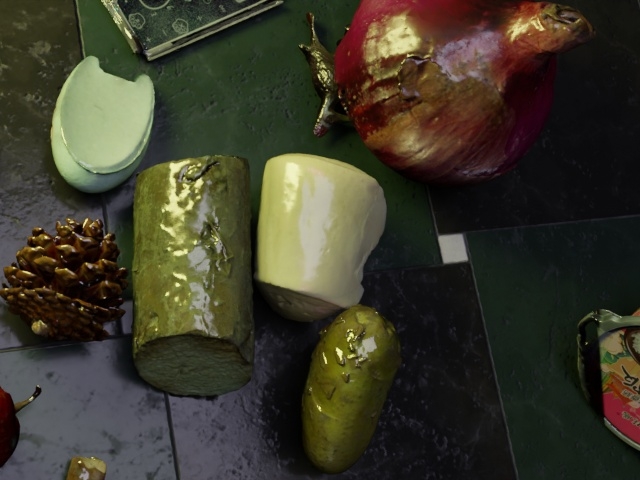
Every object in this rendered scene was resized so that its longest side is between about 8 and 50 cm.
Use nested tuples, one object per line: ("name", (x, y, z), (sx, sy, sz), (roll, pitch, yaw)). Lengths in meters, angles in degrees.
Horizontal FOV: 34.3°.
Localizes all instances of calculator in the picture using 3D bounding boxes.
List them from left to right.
("calculator", (-0.193, -0.381, 1.544), (0.274, 0.028, 0.166), (-30, 87, -25))

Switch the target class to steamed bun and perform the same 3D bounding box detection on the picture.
("steamed bun", (0.000, 0.000, 1.422), (0.170, 0.200, 0.225), (7, 83, 6))

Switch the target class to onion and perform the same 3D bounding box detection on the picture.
("onion", (0.223, -0.256, 1.468), (0.348, 0.385, 0.348), (9, 75, -37))

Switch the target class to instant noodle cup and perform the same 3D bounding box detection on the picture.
("instant noodle cup", (0.543, 0.181, 1.554), (0.302, 0.258, 0.181), (52, 50, -1))

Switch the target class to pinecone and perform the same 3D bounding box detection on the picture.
("pinecone", (-0.317, 0.048, 1.306), (0.173, 0.173, 0.173), (6, 73, -19))

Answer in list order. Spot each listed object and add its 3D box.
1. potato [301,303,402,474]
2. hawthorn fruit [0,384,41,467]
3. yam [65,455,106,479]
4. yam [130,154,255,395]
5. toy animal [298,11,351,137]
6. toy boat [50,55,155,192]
("potato", (0.030, 0.202, 1.372), (0.113, 0.149, 0.251), (18, 114, -8))
("hawthorn fruit", (-0.421, 0.212, 1.220), (0.194, 0.157, 0.157), (-15, 81, -27))
("yam", (-0.303, 0.384, 1.268), (0.057, 0.057, 0.241), (12, 70, -17))
("yam", (-0.165, 0.042, 1.354), (0.168, 0.168, 0.304), (4, 73, -19))
("toy animal", (0.013, -0.248, 1.573), (0.105, 0.070, 0.202), (8, 74, -5))
("toy boat", (-0.302, -0.155, 1.424), (0.134, 0.079, 0.208), (19, 58, -23))
